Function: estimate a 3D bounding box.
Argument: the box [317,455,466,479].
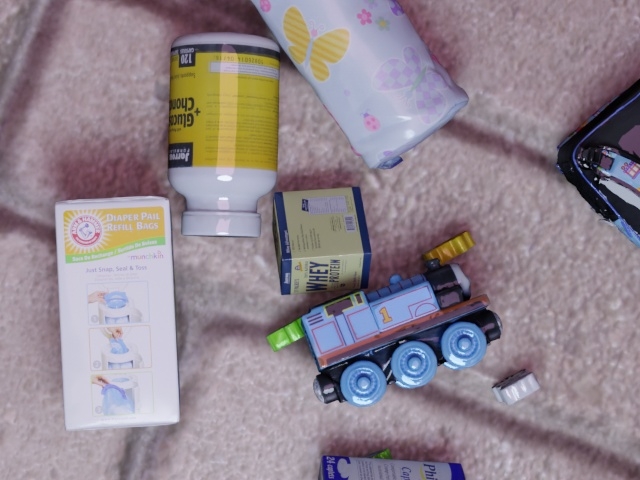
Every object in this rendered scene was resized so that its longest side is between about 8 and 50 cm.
[{"bbox_3d":[0.062,0.275,1.378,0.137,0.072,0.126,4,118,-7],"label":"box"}]

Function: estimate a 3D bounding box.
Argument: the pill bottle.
[{"bbox_3d":[-0.090,-0.096,1.373,0.103,0.103,0.184,1,89,-7],"label":"pill bottle"}]

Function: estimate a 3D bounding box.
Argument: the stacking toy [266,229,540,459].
[{"bbox_3d":[0.083,0.113,1.420,0.221,0.052,0.167,-28,91,-4],"label":"stacking toy"}]

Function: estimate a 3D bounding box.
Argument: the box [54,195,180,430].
[{"bbox_3d":[-0.184,0.064,1.354,0.103,0.114,0.203,-3,89,-5],"label":"box"}]

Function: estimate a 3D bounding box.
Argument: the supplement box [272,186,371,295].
[{"bbox_3d":[0.000,0.000,1.387,0.083,0.056,0.083,-4,52,-6],"label":"supplement box"}]

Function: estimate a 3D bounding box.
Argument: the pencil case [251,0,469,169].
[{"bbox_3d":[0.023,-0.202,1.380,0.273,0.113,0.124,54,44,-3],"label":"pencil case"}]

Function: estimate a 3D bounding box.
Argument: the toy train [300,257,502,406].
[{"bbox_3d":[0.072,0.085,1.357,0.184,0.080,0.105,-21,84,-4],"label":"toy train"}]

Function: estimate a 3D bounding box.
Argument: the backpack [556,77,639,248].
[{"bbox_3d":[0.332,-0.062,1.414,0.158,0.117,0.173,-42,93,-6],"label":"backpack"}]
